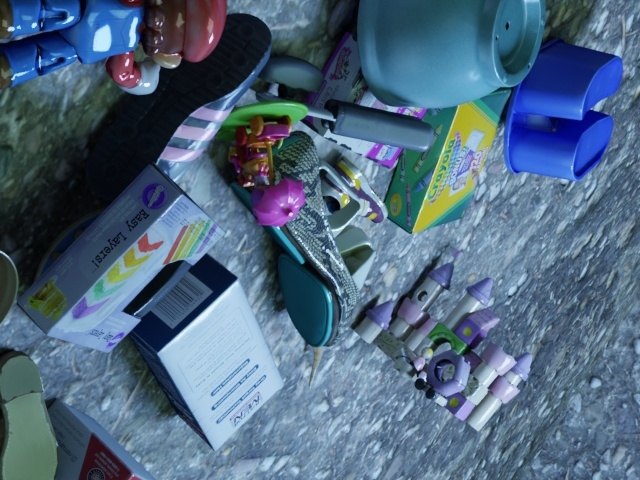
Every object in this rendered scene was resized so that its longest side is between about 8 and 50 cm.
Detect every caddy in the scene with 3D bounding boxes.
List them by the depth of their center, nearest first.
[{"bbox_3d":[0.448,-0.253,2.284,0.341,0.179,0.241,-33,133,-56],"label":"caddy"}]

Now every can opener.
[{"bbox_3d":[0.039,-0.204,1.767,0.283,0.076,0.095,9,105,-22],"label":"can opener"}]

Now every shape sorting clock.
[{"bbox_3d":[-0.311,0.041,1.681,0.206,0.040,0.206,-35,144,-29],"label":"shape sorting clock"}]

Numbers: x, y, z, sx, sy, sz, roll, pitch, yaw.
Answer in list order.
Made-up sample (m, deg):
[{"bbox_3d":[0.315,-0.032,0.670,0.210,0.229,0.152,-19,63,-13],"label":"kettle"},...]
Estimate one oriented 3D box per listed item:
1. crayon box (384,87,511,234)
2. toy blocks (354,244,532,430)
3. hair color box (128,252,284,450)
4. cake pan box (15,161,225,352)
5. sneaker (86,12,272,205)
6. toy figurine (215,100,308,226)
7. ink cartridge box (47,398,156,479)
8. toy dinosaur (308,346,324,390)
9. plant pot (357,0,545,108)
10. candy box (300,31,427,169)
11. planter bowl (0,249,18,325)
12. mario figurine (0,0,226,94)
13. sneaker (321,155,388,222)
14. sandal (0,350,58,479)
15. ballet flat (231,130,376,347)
[{"bbox_3d":[0.228,-0.160,2.174,0.165,0.081,0.278,-17,134,-46],"label":"crayon box"},{"bbox_3d":[0.269,0.179,2.381,0.260,0.288,0.309,-50,147,1],"label":"toy blocks"},{"bbox_3d":[-0.184,0.182,1.932,0.174,0.105,0.347,-43,147,-17],"label":"hair color box"},{"bbox_3d":[-0.254,0.033,1.577,0.246,0.070,0.267,-44,167,-3],"label":"cake pan box"},{"bbox_3d":[-0.184,-0.169,1.604,0.319,0.112,0.131,-46,166,-7],"label":"sneaker"},{"bbox_3d":[-0.081,-0.095,1.675,0.130,0.159,0.173,-3,169,-33],"label":"toy figurine"},{"bbox_3d":[-0.399,0.409,1.777,0.273,0.197,0.114,-51,148,-6],"label":"ink cartridge box"},{"bbox_3d":[-0.006,0.172,2.229,0.112,0.064,0.211,-26,134,-9],"label":"toy dinosaur"},{"bbox_3d":[0.215,-0.331,1.792,0.293,0.196,0.293,-28,125,-50],"label":"plant pot"},{"bbox_3d":[0.079,-0.220,1.918,0.159,0.071,0.233,-58,150,7],"label":"candy box"},{"bbox_3d":[-0.458,0.049,1.419,0.162,0.109,0.162,-34,145,-29],"label":"planter bowl"},{"bbox_3d":[-0.260,-0.267,1.402,0.320,0.170,0.198,-14,169,-34],"label":"mario figurine"},{"bbox_3d":[0.051,-0.070,2.047,0.084,0.069,0.185,-42,143,-2],"label":"sneaker"},{"bbox_3d":[-0.434,0.265,1.713,0.088,0.079,0.240,-11,109,-30],"label":"sandal"},{"bbox_3d":[0.000,0.000,1.944,0.182,0.164,0.483,-39,144,-14],"label":"ballet flat"}]
